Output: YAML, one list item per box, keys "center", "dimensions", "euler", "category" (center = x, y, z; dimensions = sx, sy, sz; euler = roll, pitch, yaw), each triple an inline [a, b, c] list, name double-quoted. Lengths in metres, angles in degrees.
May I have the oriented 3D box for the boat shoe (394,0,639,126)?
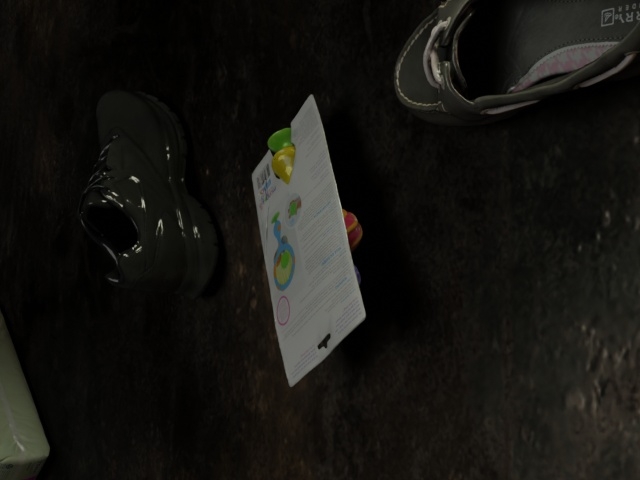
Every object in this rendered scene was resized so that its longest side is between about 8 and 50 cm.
- center: [0.149, -0.152, 0.881]
  dimensions: [0.335, 0.095, 0.112]
  euler: [-4, 86, 53]
  category: "boat shoe"

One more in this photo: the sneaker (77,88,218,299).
- center: [-0.211, -0.062, 1.331]
  dimensions: [0.109, 0.130, 0.286]
  euler: [-56, 46, 38]
  category: "sneaker"

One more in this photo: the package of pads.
- center: [-0.504, 0.266, 1.734]
  dimensions: [0.229, 0.101, 0.296]
  euler: [-57, 47, 33]
  category: "package of pads"

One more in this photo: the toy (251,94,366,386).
- center: [0.000, 0.000, 1.110]
  dimensions: [0.137, 0.056, 0.237]
  euler: [-48, 48, 45]
  category: "toy"
